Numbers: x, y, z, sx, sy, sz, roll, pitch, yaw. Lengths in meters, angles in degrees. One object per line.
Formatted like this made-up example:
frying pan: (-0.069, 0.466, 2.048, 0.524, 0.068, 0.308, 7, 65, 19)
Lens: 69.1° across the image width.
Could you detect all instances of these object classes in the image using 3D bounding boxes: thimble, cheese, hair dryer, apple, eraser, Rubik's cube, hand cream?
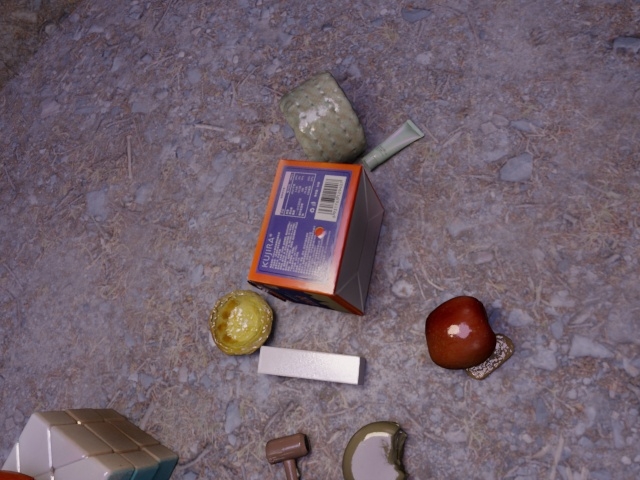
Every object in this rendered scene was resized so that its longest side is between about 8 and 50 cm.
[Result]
thimble: (0.011, -0.357, 1.443, 0.195, 0.291, 0.292, -29, 66, 6)
cheese: (0.148, 0.563, 1.195, 0.175, 0.091, 0.203, 17, 79, 21)
hair dryer: (-0.074, 0.629, 1.269, 0.117, 0.064, 0.182, -18, 76, 10)
apple: (0.354, 0.234, 1.187, 0.168, 0.181, 0.181, -17, 68, 20)
eraser: (-0.027, 0.356, 1.326, 0.297, 0.076, 0.078, 1, 73, 19)
Rubik's cube: (-0.661, 0.689, 1.298, 0.318, 0.316, 0.322, 22, 80, 23)
hand cream: (0.224, -0.299, 1.472, 0.204, 0.050, 0.078, -37, 66, -1)

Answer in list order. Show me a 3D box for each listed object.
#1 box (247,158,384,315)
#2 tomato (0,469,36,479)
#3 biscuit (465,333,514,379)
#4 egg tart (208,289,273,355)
box: (0.000, 0.000, 1.299, 0.256, 0.318, 0.349, 8, 76, 20)
tomato: (-0.775, 0.682, 1.043, 0.298, 0.226, 0.299, -4, 74, 15)
biscuit: (0.441, 0.305, 1.221, 0.147, 0.018, 0.071, -40, 66, 1)
egg tart: (-0.239, 0.252, 1.422, 0.212, 0.090, 0.213, -5, 74, 16)
